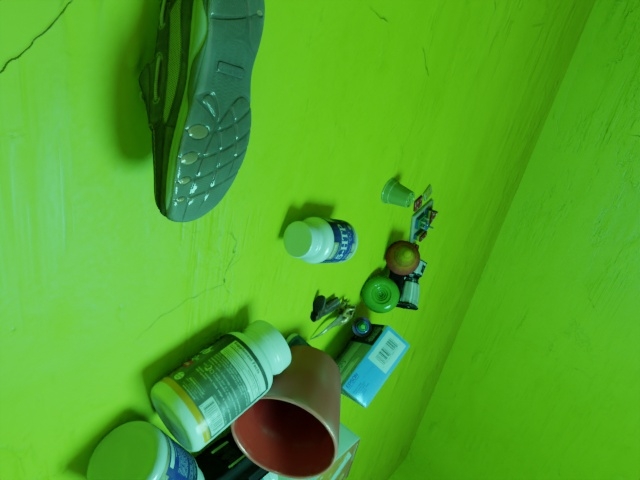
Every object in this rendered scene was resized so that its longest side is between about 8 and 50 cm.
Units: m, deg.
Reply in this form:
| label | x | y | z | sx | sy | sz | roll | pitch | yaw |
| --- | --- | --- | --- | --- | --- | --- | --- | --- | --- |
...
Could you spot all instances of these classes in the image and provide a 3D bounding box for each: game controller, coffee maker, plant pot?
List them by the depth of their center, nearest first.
| label | x | y | z | sx | sy | sz | roll | pitch | yaw |
| --- | --- | --- | --- | --- | --- | --- | --- | --- | --- |
| game controller | -0.226 | 0.579 | 1.159 | 0.319 | 0.166 | 0.067 | -19 | 112 | -48 |
| plant pot | -0.063 | 0.425 | 1.164 | 0.243 | 0.275 | 0.275 | -62 | 165 | -62 |
| plant pot | 0.240 | -0.136 | 1.348 | 0.083 | 0.079 | 0.083 | -36 | 142 | -35 |
| coffee maker | 0.278 | 0.144 | 1.585 | 0.120 | 0.171 | 0.178 | 85 | 18 | -75 |

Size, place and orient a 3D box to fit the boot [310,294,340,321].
| label | x | y | z | sx | sy | sz | roll | pitch | yaw |
| --- | --- | --- | --- | --- | --- | --- | --- | --- | --- |
| boot | 0.025 | 0.186 | 1.334 | 0.114 | 0.037 | 0.106 | -19 | 143 | -44 |

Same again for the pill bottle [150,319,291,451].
| label | x | y | z | sx | sy | sz | roll | pitch | yaw |
| --- | --- | --- | --- | --- | --- | --- | --- | --- | --- |
| pill bottle | -0.206 | 0.301 | 0.970 | 0.278 | 0.162 | 0.162 | -33 | 139 | -39 |

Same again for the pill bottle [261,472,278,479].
| label | x | y | z | sx | sy | sz | roll | pitch | yaw |
| --- | --- | --- | --- | --- | --- | --- | --- | --- | --- |
| pill bottle | -0.241 | 0.733 | 1.282 | 0.264 | 0.146 | 0.146 | -1 | 115 | -56 |

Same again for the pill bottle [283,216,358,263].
| label | x | y | z | sx | sy | sz | roll | pitch | yaw |
| --- | --- | --- | --- | --- | --- | --- | --- | --- | --- |
| pill bottle | 0.000 | 0.000 | 1.075 | 0.187 | 0.112 | 0.112 | 1 | 114 | -56 |

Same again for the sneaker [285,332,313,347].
| label | x | y | z | sx | sy | sz | roll | pitch | yaw |
| --- | --- | --- | --- | --- | --- | --- | --- | --- | --- |
| sneaker | -0.045 | 0.322 | 1.296 | 0.058 | 0.084 | 0.152 | -53 | 148 | -13 |

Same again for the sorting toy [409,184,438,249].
| label | x | y | z | sx | sy | sz | roll | pitch | yaw |
| --- | --- | --- | --- | --- | --- | --- | --- | --- | --- |
| sorting toy | 0.388 | -0.071 | 1.651 | 0.132 | 0.046 | 0.274 | -39 | 142 | -33 |

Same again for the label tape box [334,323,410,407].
| label | x | y | z | sx | sy | sz | roll | pitch | yaw |
| --- | --- | --- | --- | --- | --- | --- | --- | --- | --- |
| label tape box | 0.135 | 0.419 | 1.568 | 0.249 | 0.115 | 0.347 | -50 | -172 | -16 |

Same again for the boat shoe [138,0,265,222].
| label | x | y | z | sx | sy | sz | roll | pitch | yaw |
| --- | --- | --- | --- | --- | --- | --- | --- | --- | --- |
| boat shoe | -0.178 | -0.205 | 0.635 | 0.132 | 0.130 | 0.355 | -2 | 110 | -59 |

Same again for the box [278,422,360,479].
| label | x | y | z | sx | sy | sz | roll | pitch | yaw |
| --- | --- | --- | --- | --- | --- | --- | --- | --- | --- |
| box | -0.034 | 0.845 | 1.652 | 0.345 | 0.168 | 0.215 | -16 | 125 | -51 |

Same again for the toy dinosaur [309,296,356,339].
| label | x | y | z | sx | sy | sz | roll | pitch | yaw |
| --- | --- | --- | --- | --- | --- | --- | --- | --- | --- |
| toy dinosaur | 0.066 | 0.250 | 1.423 | 0.211 | 0.064 | 0.112 | -17 | 129 | -49 |

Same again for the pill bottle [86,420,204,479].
| label | x | y | z | sx | sy | sz | roll | pitch | yaw |
| --- | --- | --- | --- | --- | --- | --- | --- | --- | --- |
| pill bottle | -0.345 | 0.492 | 0.927 | 0.153 | 0.153 | 0.264 | -45 | 146 | -24 |

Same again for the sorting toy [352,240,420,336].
| label | x | y | z | sx | sy | sz | roll | pitch | yaw |
| --- | --- | --- | --- | --- | --- | --- | --- | --- | --- |
| sorting toy | 0.215 | 0.154 | 1.466 | 0.365 | 0.127 | 0.126 | -58 | 173 | -7 |
